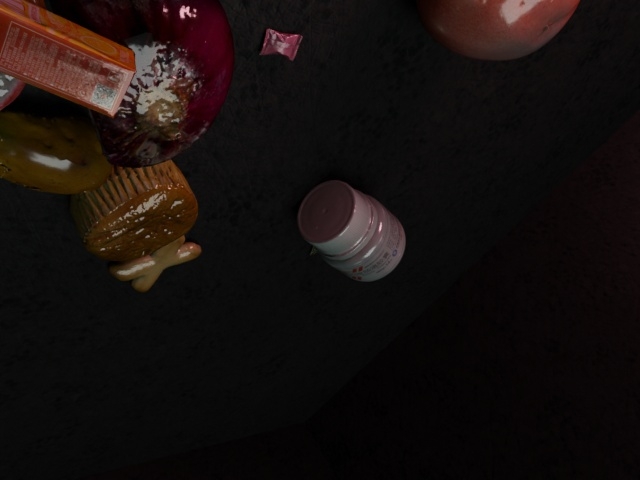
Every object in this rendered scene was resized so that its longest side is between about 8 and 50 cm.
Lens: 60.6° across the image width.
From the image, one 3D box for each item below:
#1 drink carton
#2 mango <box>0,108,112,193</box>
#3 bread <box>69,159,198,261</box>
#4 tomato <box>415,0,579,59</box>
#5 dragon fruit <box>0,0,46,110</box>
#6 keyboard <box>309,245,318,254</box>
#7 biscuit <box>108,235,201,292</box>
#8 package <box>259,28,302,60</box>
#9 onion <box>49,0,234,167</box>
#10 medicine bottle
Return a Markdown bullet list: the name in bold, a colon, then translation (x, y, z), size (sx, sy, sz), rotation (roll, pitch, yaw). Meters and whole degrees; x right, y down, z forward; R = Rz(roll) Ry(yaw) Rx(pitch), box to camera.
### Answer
- **drink carton**: translation (-0.338, -0.231, 0.640), size (0.223, 0.096, 0.071), rotation (21, 114, -30)
- **mango**: translation (-0.491, -0.165, 0.983), size (0.249, 0.151, 0.155), rotation (18, 91, -48)
- **bread**: translation (-0.404, -0.069, 1.197), size (0.254, 0.142, 0.227), rotation (-31, 158, -10)
- **tomato**: translation (0.380, -0.525, 1.151), size (0.342, 0.272, 0.341), rotation (-30, 174, -4)
- **dragon fruit**: translation (-0.522, -0.305, 0.699), size (0.291, 0.189, 0.290), rotation (-20, 139, -19)
- **keyboard**: translation (0.000, 0.000, 1.833), size (0.049, 0.015, 0.129), rotation (-15, 145, -32)
- **biscuit**: translation (-0.430, 0.054, 1.444), size (0.208, 0.047, 0.164), rotation (-34, 150, 0)
- **package**: translation (-0.083, -0.407, 1.139), size (0.083, 0.029, 0.059), rotation (-1, 134, -32)
- **onion**: translation (-0.269, -0.292, 0.877), size (0.260, 0.282, 0.336), rotation (-23, 138, -20)
- **medicine bottle**: translation (0.094, -0.028, 1.657), size (0.245, 0.245, 0.306), rotation (-42, 140, 12)
